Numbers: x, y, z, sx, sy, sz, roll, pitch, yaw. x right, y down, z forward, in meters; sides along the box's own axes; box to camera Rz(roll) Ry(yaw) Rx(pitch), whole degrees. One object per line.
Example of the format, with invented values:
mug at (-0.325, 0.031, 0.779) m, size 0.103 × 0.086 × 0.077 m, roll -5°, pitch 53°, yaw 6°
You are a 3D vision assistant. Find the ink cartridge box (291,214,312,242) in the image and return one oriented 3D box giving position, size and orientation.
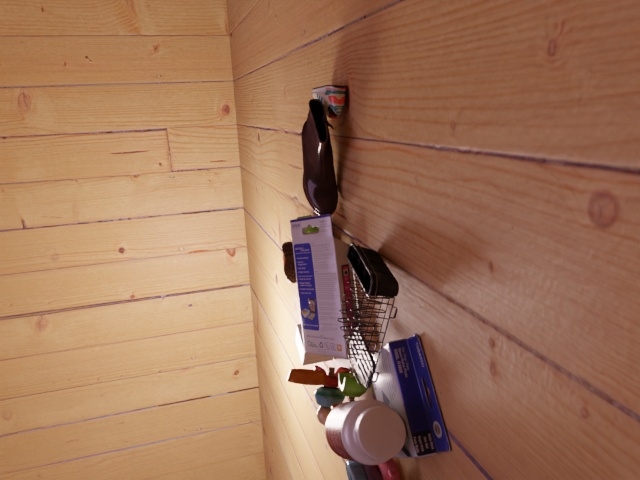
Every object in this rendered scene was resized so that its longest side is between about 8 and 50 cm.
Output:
ink cartridge box at (-0.035, 0.062, 1.629) m, size 0.171 × 0.056 × 0.235 m, roll 109°, pitch 147°, yaw -58°

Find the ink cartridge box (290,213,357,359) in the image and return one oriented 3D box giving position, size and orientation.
ink cartridge box at (0.010, 0.119, 1.361) m, size 0.176 × 0.069 × 0.370 m, roll -6°, pitch 93°, yaw 50°

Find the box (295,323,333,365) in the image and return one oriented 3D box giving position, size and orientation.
box at (-0.017, 0.312, 1.582) m, size 0.087 × 0.102 × 0.101 m, roll 97°, pitch 160°, yaw -46°

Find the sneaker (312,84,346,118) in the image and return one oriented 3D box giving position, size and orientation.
sneaker at (0.018, -0.337, 1.265) m, size 0.161 × 0.057 × 0.075 m, roll -152°, pitch 62°, yaw -68°

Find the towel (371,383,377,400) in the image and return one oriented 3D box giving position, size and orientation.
towel at (0.137, 0.354, 1.225) m, size 0.083 × 0.010 × 0.060 m, roll 153°, pitch 110°, yaw -73°

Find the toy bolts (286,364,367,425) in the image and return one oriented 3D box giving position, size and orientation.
toy bolts at (0.011, 0.420, 1.348) m, size 0.228 × 0.219 × 0.158 m, roll 139°, pitch 136°, yaw -80°

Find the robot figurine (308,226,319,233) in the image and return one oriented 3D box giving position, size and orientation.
robot figurine at (0.000, 0.000, 1.453) m, size 0.101 × 0.067 × 0.115 m, roll 20°, pitch 118°, yaw 46°

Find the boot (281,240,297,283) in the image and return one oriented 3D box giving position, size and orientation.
boot at (-0.091, 0.087, 1.652) m, size 0.084 × 0.059 × 0.157 m, roll 94°, pitch 169°, yaw -47°

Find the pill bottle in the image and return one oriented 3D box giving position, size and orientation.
pill bottle at (0.089, 0.381, 1.028) m, size 0.216 × 0.121 × 0.121 m, roll 124°, pitch 137°, yaw -68°

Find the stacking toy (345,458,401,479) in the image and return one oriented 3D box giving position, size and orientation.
stacking toy at (0.128, 0.613, 1.048) m, size 0.279 × 0.131 × 0.308 m, roll 174°, pitch 82°, yaw -80°

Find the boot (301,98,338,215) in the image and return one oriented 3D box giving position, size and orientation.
boot at (-0.005, -0.198, 1.279) m, size 0.207 × 0.090 × 0.248 m, roll 97°, pitch 164°, yaw -77°

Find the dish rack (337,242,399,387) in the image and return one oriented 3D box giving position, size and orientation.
dish rack at (0.088, 0.163, 1.098) m, size 0.208 × 0.074 × 0.271 m, roll -111°, pitch 31°, yaw -68°

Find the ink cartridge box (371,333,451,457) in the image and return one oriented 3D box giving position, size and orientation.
ink cartridge box at (0.166, 0.319, 1.039) m, size 0.224 × 0.045 × 0.223 m, roll 117°, pitch 143°, yaw -63°
